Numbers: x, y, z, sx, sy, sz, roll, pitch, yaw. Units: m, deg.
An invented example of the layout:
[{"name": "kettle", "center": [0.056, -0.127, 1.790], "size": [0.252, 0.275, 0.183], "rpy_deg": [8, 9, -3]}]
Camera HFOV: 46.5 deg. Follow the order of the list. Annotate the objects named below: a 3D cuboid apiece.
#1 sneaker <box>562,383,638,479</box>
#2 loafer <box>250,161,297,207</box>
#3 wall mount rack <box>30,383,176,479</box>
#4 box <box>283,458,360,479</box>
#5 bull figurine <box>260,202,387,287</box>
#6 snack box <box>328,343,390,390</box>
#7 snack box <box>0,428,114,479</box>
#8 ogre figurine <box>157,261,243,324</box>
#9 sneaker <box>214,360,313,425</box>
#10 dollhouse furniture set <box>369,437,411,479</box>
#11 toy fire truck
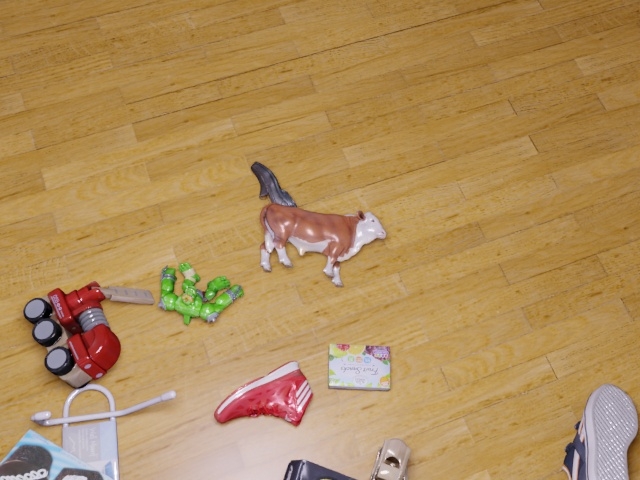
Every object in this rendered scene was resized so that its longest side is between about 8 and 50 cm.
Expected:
[{"name": "sneaker", "center": [0.608, 0.458, 1.640], "size": [0.126, 0.127, 0.321], "rpy_deg": [32, 43, 4]}, {"name": "loafer", "center": [-0.130, -0.126, 1.875], "size": [0.061, 0.062, 0.170], "rpy_deg": [-35, 71, -13]}, {"name": "wall mount rack", "center": [-0.439, 0.453, 1.552], "size": [0.304, 0.130, 0.350], "rpy_deg": [-7, 67, -7]}, {"name": "box", "center": [0.078, 0.647, 1.462], "size": [0.395, 0.097, 0.318], "rpy_deg": [25, 66, -14]}, {"name": "bull figurine", "center": [0.000, 0.000, 1.804], "size": [0.310, 0.101, 0.188], "rpy_deg": [10, 67, 0]}, {"name": "snack box", "center": [0.088, 0.292, 1.713], "size": [0.141, 0.037, 0.100], "rpy_deg": [3, 67, -3]}, {"name": "snack box", "center": [-0.478, 0.516, 1.400], "size": [0.322, 0.060, 0.187], "rpy_deg": [26, 49, 10]}, {"name": "ogre figurine", "center": [-0.289, 0.128, 1.734], "size": [0.197, 0.097, 0.118], "rpy_deg": [27, 48, -8]}, {"name": "sneaker", "center": [-0.114, 0.368, 1.639], "size": [0.221, 0.087, 0.128], "rpy_deg": [-30, 70, -15]}, {"name": "dollhouse furniture set", "center": [0.197, 0.483, 1.556], "size": [0.161, 0.182, 0.101], "rpy_deg": [19, 66, 5]}, {"name": "toy fire truck", "center": [-0.493, 0.185, 1.662], "size": [0.246, 0.158, 0.217], "rpy_deg": [-32, 60, -8]}]
